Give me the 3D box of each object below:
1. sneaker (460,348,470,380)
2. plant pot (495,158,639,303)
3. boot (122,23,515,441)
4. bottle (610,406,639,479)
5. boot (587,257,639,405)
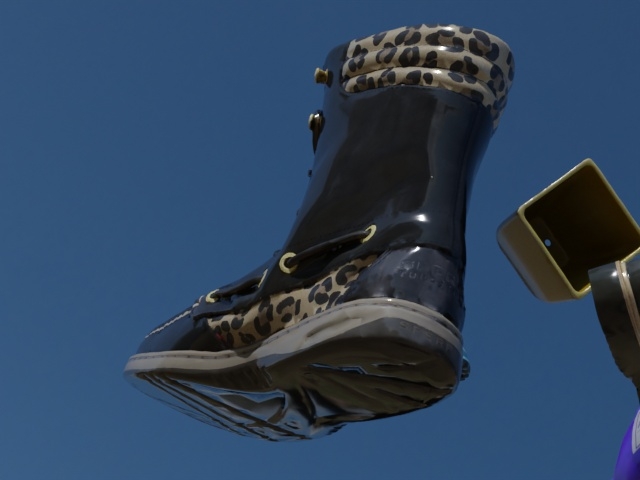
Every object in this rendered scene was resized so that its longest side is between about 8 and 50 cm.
[{"bbox_3d":[0.090,0.115,1.725,0.104,0.125,0.262,-2,-17,-22],"label":"sneaker"},{"bbox_3d":[0.183,0.001,1.207,0.081,0.081,0.083,55,-24,1],"label":"plant pot"},{"bbox_3d":[0.000,0.000,1.243,0.138,0.284,0.377,28,-26,-25],"label":"boot"},{"bbox_3d":[0.166,0.089,0.559,0.118,0.092,0.283,48,-35,14],"label":"bottle"},{"bbox_3d":[0.266,0.066,1.023,0.137,0.077,0.198,-18,-34,16],"label":"boot"}]
